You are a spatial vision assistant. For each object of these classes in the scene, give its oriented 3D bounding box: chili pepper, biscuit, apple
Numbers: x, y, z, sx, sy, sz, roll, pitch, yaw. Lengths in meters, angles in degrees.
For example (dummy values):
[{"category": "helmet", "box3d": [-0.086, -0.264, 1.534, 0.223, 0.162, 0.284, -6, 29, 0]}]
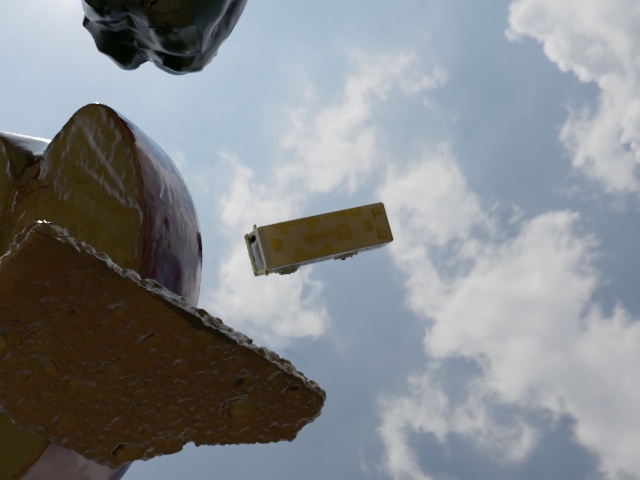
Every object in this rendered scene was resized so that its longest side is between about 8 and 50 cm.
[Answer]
[{"category": "chili pepper", "box3d": [-0.131, -0.282, 0.658, 0.165, 0.174, 0.261, 11, -112, 11]}, {"category": "biscuit", "box3d": [-0.118, 0.092, 0.470, 0.237, 0.026, 0.131, 36, -75, -30]}, {"category": "apple", "box3d": [-0.263, 0.059, 0.636, 0.295, 0.329, 0.364, 12, -113, -13]}]

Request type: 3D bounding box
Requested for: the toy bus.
[{"category": "toy bus", "box3d": [0.000, 0.000, 1.122, 0.226, 0.074, 0.081, -10, -97, -23]}]
